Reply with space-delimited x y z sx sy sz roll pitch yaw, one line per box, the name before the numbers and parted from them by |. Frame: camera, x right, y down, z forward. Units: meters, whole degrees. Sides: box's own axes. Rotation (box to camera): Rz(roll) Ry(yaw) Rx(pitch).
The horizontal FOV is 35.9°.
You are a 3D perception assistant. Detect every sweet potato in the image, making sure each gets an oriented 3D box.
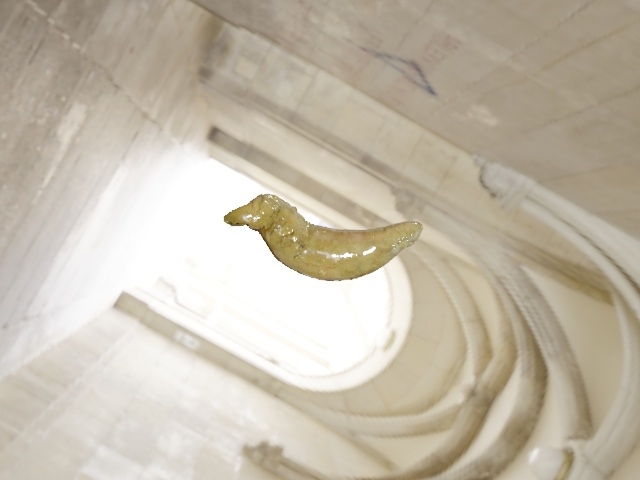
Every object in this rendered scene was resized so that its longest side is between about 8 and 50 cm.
sweet potato | -0.003 0.002 1.541 0.098 0.310 0.124 -87 -169 -52
